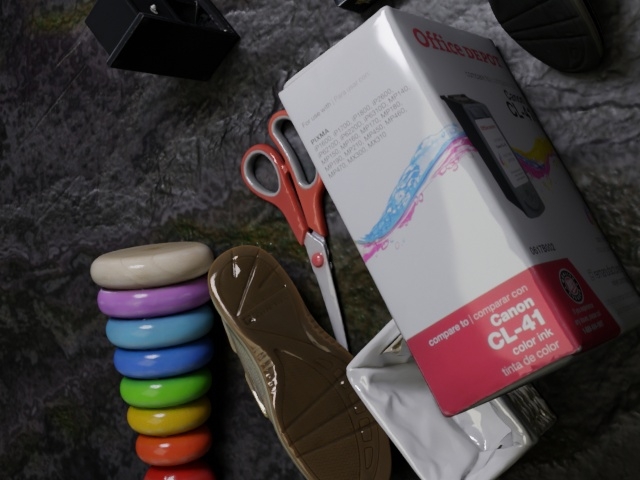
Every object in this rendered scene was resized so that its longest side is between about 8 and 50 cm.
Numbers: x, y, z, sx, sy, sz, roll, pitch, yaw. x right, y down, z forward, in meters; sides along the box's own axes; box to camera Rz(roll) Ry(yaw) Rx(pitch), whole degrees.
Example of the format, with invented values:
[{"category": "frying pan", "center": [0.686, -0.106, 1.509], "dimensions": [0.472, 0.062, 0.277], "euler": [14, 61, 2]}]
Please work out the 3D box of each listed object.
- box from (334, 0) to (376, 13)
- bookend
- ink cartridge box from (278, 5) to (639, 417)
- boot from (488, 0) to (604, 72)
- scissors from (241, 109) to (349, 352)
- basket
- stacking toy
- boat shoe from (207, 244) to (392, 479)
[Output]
[{"category": "box", "center": [0.070, -0.361, 0.913], "dimensions": [0.220, 0.051, 0.175], "euler": [-34, 74, 30]}, {"category": "bookend", "center": [-0.199, -0.263, 1.034], "dimensions": [0.072, 0.156, 0.157], "euler": [-48, 67, 26]}, {"category": "ink cartridge box", "center": [0.128, -0.028, 0.789], "dimensions": [0.131, 0.226, 0.306], "euler": [-33, 76, 30]}, {"category": "boot", "center": [0.202, -0.281, 0.795], "dimensions": [0.085, 0.236, 0.179], "euler": [2, 52, 54]}, {"category": "scissors", "center": [0.000, 0.000, 0.997], "dimensions": [0.109, 0.021, 0.297], "euler": [-35, 73, 30]}, {"category": "basket", "center": [0.127, 0.147, 0.873], "dimensions": [0.167, 0.103, 0.113], "euler": [51, 117, 20]}, {"category": "stacking toy", "center": [-0.174, 0.172, 1.073], "dimensions": [0.141, 0.141, 0.330], "euler": [-2, 99, 34]}, {"category": "boat shoe", "center": [-0.024, 0.147, 0.983], "dimensions": [0.109, 0.098, 0.302], "euler": [-29, 71, -14]}]
